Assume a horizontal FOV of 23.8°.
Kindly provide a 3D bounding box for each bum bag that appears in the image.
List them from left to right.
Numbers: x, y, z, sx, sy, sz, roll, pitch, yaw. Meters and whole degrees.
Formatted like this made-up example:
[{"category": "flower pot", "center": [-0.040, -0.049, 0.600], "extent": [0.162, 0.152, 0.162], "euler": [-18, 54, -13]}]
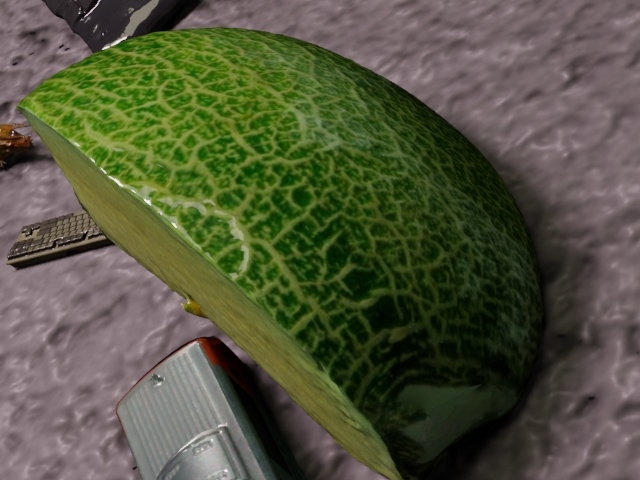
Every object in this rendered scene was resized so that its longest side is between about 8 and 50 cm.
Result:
[{"category": "bum bag", "center": [-0.226, -0.263, 1.553], "extent": [0.123, 0.060, 0.248], "euler": [-40, 39, -7]}]

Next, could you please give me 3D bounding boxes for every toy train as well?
[{"category": "toy train", "center": [-0.043, 0.179, 0.908], "extent": [0.086, 0.089, 0.409], "euler": [-38, 37, 3]}]

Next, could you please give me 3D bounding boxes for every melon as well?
[{"category": "melon", "center": [0.000, 0.000, 1.013], "extent": [0.343, 0.331, 0.226], "euler": [30, 107, 43]}]

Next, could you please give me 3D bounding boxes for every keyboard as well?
[{"category": "keyboard", "center": [-0.209, -0.009, 1.294], "extent": [0.129, 0.015, 0.049], "euler": [-14, 41, 25]}]

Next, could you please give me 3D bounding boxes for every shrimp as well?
[{"category": "shrimp", "center": [-0.332, -0.070, 1.425], "extent": [0.162, 0.045, 0.095], "euler": [-7, 45, 40]}]
